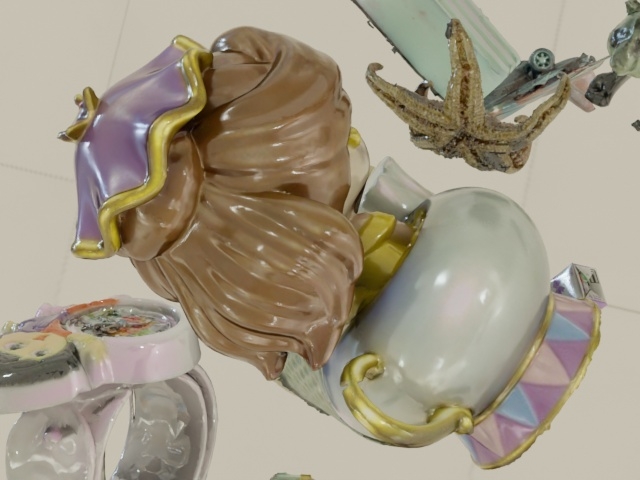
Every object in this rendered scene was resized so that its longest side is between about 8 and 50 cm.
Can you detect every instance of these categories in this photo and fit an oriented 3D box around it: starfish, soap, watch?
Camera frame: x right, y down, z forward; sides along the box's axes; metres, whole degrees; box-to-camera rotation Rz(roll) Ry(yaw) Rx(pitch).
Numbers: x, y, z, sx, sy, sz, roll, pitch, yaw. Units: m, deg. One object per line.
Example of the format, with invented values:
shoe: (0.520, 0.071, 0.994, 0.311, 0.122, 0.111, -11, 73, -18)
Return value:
starfish: (0.131, -0.134, 1.061, 0.190, 0.146, 0.074, 20, 61, 5)
soap: (0.147, -0.282, 1.462, 0.091, 0.145, 0.230, -40, 92, 29)
watch: (-0.227, 0.183, 1.082, 0.196, 0.244, 0.231, 12, 111, 29)

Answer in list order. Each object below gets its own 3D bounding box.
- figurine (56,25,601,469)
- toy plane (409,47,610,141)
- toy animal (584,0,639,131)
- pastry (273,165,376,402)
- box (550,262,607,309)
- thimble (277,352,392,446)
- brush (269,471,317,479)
figurine: (0.000, 0.000, 0.537, 0.263, 0.189, 0.142, 34, 117, -8)
toy plane: (0.282, -0.218, 1.685, 0.326, 0.223, 0.104, -14, 88, -8)
toy animal: (0.318, -0.159, 0.996, 0.225, 0.094, 0.121, -2, 122, -39)
pastry: (0.049, 0.064, 1.753, 0.312, 0.388, 0.388, 7, 83, 15)
box: (0.247, 0.075, 1.186, 0.036, 0.117, 0.050, 15, 47, -29)
thimble: (0.082, 0.107, 1.348, 0.271, 0.150, 0.271, -5, 101, -24)
brush: (0.017, 0.403, 1.838, 0.218, 0.082, 0.010, 7, 56, -17)
